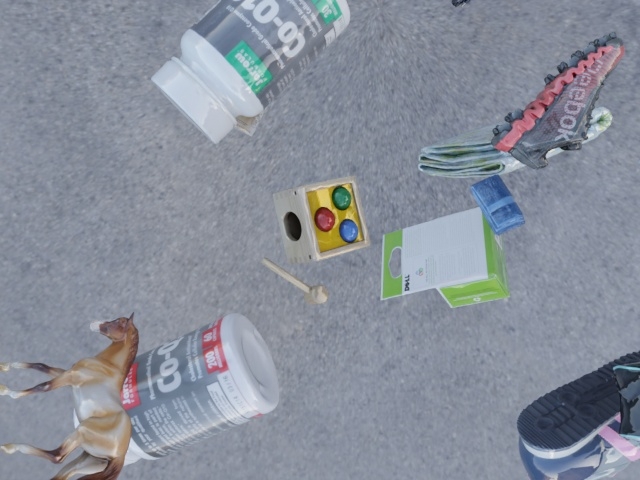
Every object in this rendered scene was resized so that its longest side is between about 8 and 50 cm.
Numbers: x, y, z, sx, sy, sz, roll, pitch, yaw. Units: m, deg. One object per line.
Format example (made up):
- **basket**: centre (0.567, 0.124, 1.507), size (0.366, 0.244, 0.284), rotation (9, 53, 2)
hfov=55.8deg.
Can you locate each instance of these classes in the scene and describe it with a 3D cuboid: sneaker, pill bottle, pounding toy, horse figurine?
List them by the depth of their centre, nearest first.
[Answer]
- **horse figurine**: centre (-0.298, 0.213, 0.743), size (0.175, 0.263, 0.066), rotation (-3, 135, -27)
- **sneaker**: centre (0.413, 0.246, 0.823), size (0.319, 0.112, 0.131), rotation (-17, 116, -8)
- **pill bottle**: centre (-0.222, 0.238, 0.936), size (0.283, 0.161, 0.161), rotation (-25, 107, 8)
- **pounding toy**: centre (-0.006, 0.008, 1.026), size (0.094, 0.181, 0.206), rotation (-9, 95, 52)
- **sneaker**: centre (0.443, -0.237, 1.075), size (0.135, 0.097, 0.276), rotation (44, 101, 0)
- **pill bottle**: centre (-0.134, -0.370, 1.160), size (0.361, 0.204, 0.204), rotation (-46, 101, -3)

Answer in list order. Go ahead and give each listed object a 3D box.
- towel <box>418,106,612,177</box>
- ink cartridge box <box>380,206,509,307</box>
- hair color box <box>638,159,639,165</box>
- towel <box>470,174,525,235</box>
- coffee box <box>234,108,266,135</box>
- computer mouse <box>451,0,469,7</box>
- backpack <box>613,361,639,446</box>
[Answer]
- **towel**: centre (0.474, -0.241, 1.510), size (0.375, 0.320, 0.090), rotation (-22, 105, -26)
- **ink cartridge box**: centre (0.269, 0.049, 1.335), size (0.255, 0.188, 0.097), rotation (-16, 140, 28)
- **hair color box**: centre (0.497, -0.008, 0.539), size (0.185, 0.374, 0.113), rotation (10, 122, -23)
- **towel**: centre (0.350, -0.072, 1.195), size (0.067, 0.029, 0.119), rotation (-25, 64, 7)
- **coffee box**: centre (-0.202, -0.428, 1.625), size (0.141, 0.098, 0.246), rotation (23, 95, -49)
- **computer mouse**: centre (0.319, -0.620, 1.455), size (0.106, 0.193, 0.042), rotation (-36, 70, 42)
- **backpack**: centre (0.430, 0.189, 0.644), size (0.166, 0.188, 0.144), rotation (-15, 78, 49)
